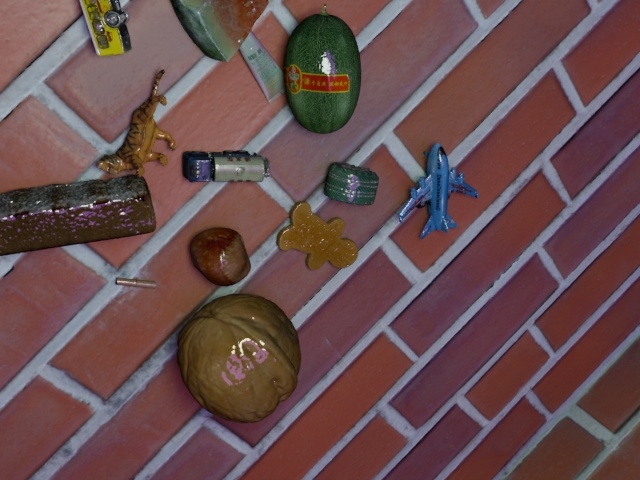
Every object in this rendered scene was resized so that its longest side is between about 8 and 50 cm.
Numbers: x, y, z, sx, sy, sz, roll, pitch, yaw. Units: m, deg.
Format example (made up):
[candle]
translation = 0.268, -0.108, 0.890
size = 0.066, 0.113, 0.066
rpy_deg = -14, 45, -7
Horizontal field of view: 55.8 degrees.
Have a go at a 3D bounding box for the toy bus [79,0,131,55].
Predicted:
[toy bus]
translation = -0.442, -0.491, 1.217
size = 0.074, 0.081, 0.226
rpy_deg = -10, 116, 4

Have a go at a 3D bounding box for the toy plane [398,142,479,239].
[toy plane]
translation = 0.320, -0.139, 1.659
size = 0.254, 0.105, 0.271
rpy_deg = -17, 114, -18

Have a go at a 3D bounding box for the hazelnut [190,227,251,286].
[hazelnut]
translation = -0.246, 0.043, 1.474
size = 0.143, 0.143, 0.154
rpy_deg = -30, 134, -11

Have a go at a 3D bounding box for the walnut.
[walnut]
translation = -0.192, 0.292, 1.502
size = 0.333, 0.333, 0.332
rpy_deg = -8, 112, -20

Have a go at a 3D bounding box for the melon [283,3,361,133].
[melon]
translation = 0.005, -0.389, 1.388
size = 0.182, 0.182, 0.287
rpy_deg = -9, 113, -20

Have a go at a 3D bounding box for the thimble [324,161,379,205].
[thimble]
translation = 0.081, -0.144, 1.547
size = 0.135, 0.118, 0.090
rpy_deg = 7, 107, -25

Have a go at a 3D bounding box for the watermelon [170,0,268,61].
[watermelon]
translation = -0.191, -0.541, 1.300
size = 0.257, 0.140, 0.193
rpy_deg = -44, 128, -12

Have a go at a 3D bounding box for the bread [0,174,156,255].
[bread]
translation = -0.568, -0.055, 1.277
size = 0.417, 0.165, 0.113
rpy_deg = -11, 114, -20

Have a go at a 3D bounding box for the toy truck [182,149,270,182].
[toy truck]
translation = -0.219, -0.169, 1.427
size = 0.202, 0.088, 0.074
rpy_deg = -2, 111, -22

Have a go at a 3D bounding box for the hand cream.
[hand cream]
translation = -0.136, -0.407, 1.406
size = 0.076, 0.047, 0.174
rpy_deg = -42, 128, -5

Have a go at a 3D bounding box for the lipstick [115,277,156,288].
[lipstick]
translation = -0.448, 0.104, 1.469
size = 0.094, 0.019, 0.019
rpy_deg = 9, 105, -27

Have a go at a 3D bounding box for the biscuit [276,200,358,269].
[biscuit]
translation = -0.001, -0.001, 1.613
size = 0.240, 0.035, 0.158
rpy_deg = 31, 97, -29

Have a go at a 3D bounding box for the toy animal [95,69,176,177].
[toy animal]
translation = -0.386, -0.253, 1.334
size = 0.116, 0.114, 0.255
rpy_deg = 23, 96, 15
